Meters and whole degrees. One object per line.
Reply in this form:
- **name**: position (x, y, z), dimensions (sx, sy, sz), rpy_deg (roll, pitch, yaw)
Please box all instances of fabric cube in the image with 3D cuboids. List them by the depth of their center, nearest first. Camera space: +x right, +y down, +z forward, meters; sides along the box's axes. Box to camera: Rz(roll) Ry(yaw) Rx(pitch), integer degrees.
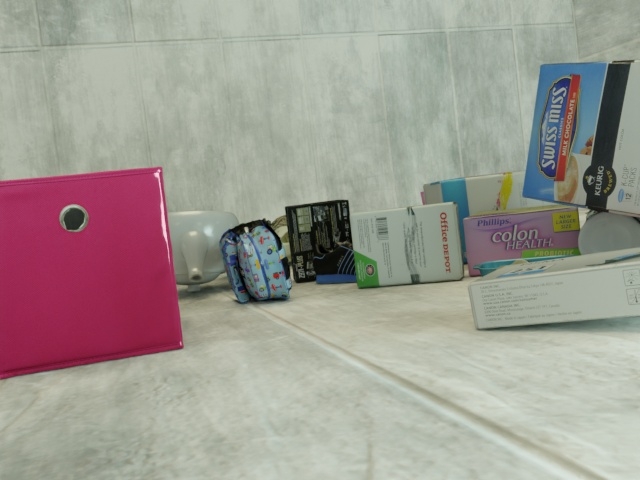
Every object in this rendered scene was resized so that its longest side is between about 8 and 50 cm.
- **fabric cube**: position (-0.353, 0.037, 1.039), dimensions (0.254, 0.258, 0.259), rpy_deg (-7, 3, -16)

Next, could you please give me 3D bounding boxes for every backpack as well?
- **backpack**: position (-0.123, 0.049, 1.362), dimensions (0.117, 0.158, 0.173), rpy_deg (-16, 17, -13)

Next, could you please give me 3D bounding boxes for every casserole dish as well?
- **casserole dish**: position (0.362, 0.053, 1.211), dimensions (0.188, 0.037, 0.114), rpy_deg (-5, 3, 16)

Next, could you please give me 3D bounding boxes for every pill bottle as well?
- **pill bottle**: position (0.530, -0.006, 1.260), dimensions (0.108, 0.108, 0.180), rpy_deg (-5, 3, 25)

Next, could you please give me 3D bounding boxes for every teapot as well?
- **teapot**: position (-0.309, 0.032, 1.678), dimensions (0.253, 0.187, 0.256), rpy_deg (-6, -4, 32)

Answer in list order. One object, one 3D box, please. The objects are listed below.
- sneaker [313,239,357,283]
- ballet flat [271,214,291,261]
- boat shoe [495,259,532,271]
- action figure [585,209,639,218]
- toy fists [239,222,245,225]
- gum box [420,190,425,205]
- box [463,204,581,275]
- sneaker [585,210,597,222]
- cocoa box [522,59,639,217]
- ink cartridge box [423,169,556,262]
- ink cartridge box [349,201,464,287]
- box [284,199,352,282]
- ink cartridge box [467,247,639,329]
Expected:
- **sneaker**: position (0.087, 0.042, 1.506), dimensions (0.232, 0.090, 0.081), rpy_deg (-6, 3, 25)
- **ballet flat**: position (-0.019, 0.002, 2.082), dimensions (0.483, 0.164, 0.182), rpy_deg (-2, 21, 37)
- **boat shoe**: position (0.320, 0.058, 1.098), dimensions (0.043, 0.049, 0.137), rpy_deg (10, -7, -8)
- **action figure**: position (0.707, -0.069, 1.501), dimensions (0.285, 0.185, 0.099), rpy_deg (9, 11, 37)
- **toy fists**: position (-0.219, 0.036, 1.897), dimensions (0.096, 0.142, 0.279), rpy_deg (-41, 14, -16)
- **gum box**: position (0.348, -0.056, 1.912), dimensions (0.062, 0.188, 0.107), rpy_deg (-9, -4, -30)
- **box**: position (0.420, -0.006, 1.425), dimensions (0.214, 0.117, 0.243), rpy_deg (-5, 3, 20)
- **sneaker**: position (0.701, -0.050, 1.716), dimensions (0.122, 0.110, 0.283), rpy_deg (-10, 3, 0)
- **cocoa box**: position (0.543, -0.162, 1.157), dimensions (0.347, 0.231, 0.228), rpy_deg (-1, 12, -36)
- **ink cartridge box**: position (0.408, -0.060, 1.674), dimensions (0.270, 0.197, 0.198), rpy_deg (-7, 3, -2)
- **ink cartridge box**: position (0.174, 0.008, 1.377), dimensions (0.208, 0.153, 0.087), rpy_deg (-5, 2, 17)
- **box**: position (0.000, 0.000, 1.636), dimensions (0.147, 0.180, 0.077), rpy_deg (-8, 5, -6)
- **ink cartridge box**: position (0.373, 0.045, 0.871), dimensions (0.296, 0.066, 0.261), rpy_deg (-10, 1, 35)
